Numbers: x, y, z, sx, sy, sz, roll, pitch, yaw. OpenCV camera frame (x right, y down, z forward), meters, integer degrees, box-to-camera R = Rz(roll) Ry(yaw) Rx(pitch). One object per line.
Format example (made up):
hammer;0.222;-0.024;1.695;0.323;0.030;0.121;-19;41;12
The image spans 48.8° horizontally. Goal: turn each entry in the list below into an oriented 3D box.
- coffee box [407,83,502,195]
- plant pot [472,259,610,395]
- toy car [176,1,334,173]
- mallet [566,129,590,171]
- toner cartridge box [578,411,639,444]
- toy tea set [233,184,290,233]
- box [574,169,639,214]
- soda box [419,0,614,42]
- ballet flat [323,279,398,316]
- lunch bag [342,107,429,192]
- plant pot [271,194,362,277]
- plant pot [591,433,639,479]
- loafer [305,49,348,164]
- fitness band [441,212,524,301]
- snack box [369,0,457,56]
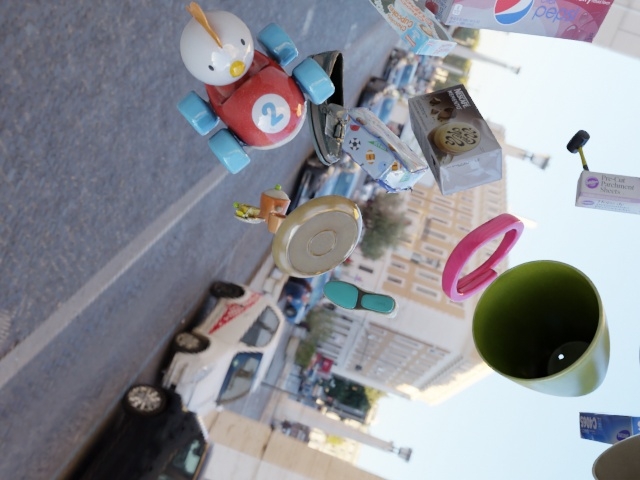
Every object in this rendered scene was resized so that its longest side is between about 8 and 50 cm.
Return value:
coffee box;0.361;-0.278;1.915;0.119;0.168;0.297;74;1;-48
plant pot;0.520;0.231;1.548;0.293;0.274;0.275;41;62;-42
toy car;-0.136;-0.268;1.095;0.219;0.210;0.238;-40;151;0
mallet;0.657;-0.187;1.771;0.062;0.039;0.190;123;-28;-59
toner cartridge box;0.772;0.462;1.727;0.348;0.165;0.075;82;7;-78
toy tea set;-0.092;-0.086;2.154;0.200;0.336;0.124;-7;114;-63
box;0.709;-0.088;1.485;0.063;0.323;0.067;63;38;-70
soda box;0.259;-0.326;0.924;0.092;0.263;0.083;58;-39;42
ballet flat;0.128;0.186;2.191;0.086;0.248;0.086;-46;145;-46
lunch bag;0.184;-0.268;2.122;0.115;0.303;0.243;-47;169;23
plant pot;0.000;0.000;1.648;0.032;0.236;0.236;51;-45;43
plant pot;0.663;0.516;1.270;0.256;0.256;0.274;-37;107;-83
loafer;0.021;-0.302;1.565;0.096;0.084;0.268;21;58;-58
fitness band;0.403;0.043;1.754;0.290;0.054;0.209;-27;143;-35
snack box;0.219;-0.635;1.918;0.060;0.322;0.187;-45;165;32
